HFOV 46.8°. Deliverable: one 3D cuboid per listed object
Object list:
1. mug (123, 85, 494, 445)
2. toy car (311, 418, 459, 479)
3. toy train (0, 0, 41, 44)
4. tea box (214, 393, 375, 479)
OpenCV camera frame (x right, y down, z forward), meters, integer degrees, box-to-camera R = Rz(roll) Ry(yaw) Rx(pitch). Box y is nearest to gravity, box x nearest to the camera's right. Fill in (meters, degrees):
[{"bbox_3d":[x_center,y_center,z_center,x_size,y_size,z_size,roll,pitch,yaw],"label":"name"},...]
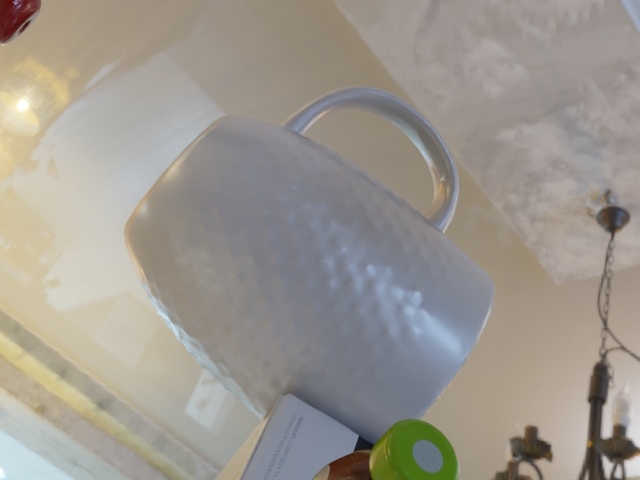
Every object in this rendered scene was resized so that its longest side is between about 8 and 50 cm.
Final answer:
[{"bbox_3d":[0.000,0.000,0.802,0.328,0.374,0.276,41,-14,-5],"label":"mug"},{"bbox_3d":[-0.003,0.215,0.427,0.149,0.188,0.155,57,-44,25],"label":"toy car"},{"bbox_3d":[-0.201,-0.192,0.466,0.105,0.143,0.248,43,-57,-16],"label":"toy train"},{"bbox_3d":[0.000,0.376,0.704,0.323,0.220,0.329,33,-47,-3],"label":"tea box"}]
